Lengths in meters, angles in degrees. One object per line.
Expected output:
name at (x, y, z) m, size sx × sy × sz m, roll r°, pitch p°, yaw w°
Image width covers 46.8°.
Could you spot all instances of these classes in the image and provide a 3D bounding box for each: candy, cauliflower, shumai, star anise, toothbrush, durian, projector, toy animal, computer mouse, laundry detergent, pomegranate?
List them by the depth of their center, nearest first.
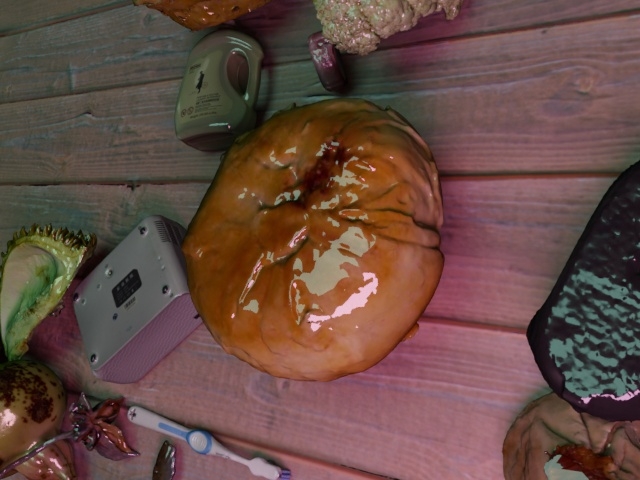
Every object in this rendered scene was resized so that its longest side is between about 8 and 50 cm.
shumai at (0.283, 0.256, 0.814) m, size 0.201 × 0.120 × 0.201 m, roll -11°, pitch 70°, yaw 32°
computer mouse at (0.363, 0.051, 0.822) m, size 0.183 × 0.116 × 0.323 m, roll 28°, pitch 84°, yaw 40°
cauliflower at (0.082, -0.416, 1.168) m, size 0.272 × 0.275 × 0.250 m, roll 67°, pitch 150°, yaw 14°
toy animal at (-0.298, 0.464, 1.171) m, size 0.197 × 0.160 × 0.272 m, roll -33°, pitch 49°, yaw 26°
toothbrush at (-0.202, 0.326, 1.204) m, size 0.386 × 0.040 × 0.040 m, roll 7°, pitch 78°, yaw 39°
candy at (0.013, -0.300, 1.234) m, size 0.043 × 0.103 × 0.103 m, roll -17°, pitch 62°, yaw 9°
star anise at (-0.456, 0.380, 1.289) m, size 0.227 × 0.218 × 0.148 m, roll -33°, pitch 94°, yaw 17°
projector at (-0.327, 0.105, 1.336) m, size 0.250 × 0.108 × 0.198 m, roll -42°, pitch 52°, yaw 18°
pomegranate at (-0.564, 0.353, 1.360) m, size 0.222 × 0.204 × 0.276 m, roll -52°, pitch 52°, yaw 8°
laundry detergent at (-0.184, -0.301, 1.389) m, size 0.181 × 0.091 × 0.253 m, roll -5°, pitch 70°, yaw 35°
durian at (-0.544, 0.106, 1.473) m, size 0.394 × 0.163 × 0.198 m, roll -49°, pitch 59°, yaw 26°

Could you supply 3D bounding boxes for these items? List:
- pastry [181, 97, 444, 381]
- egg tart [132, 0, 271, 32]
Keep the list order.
pastry at (0.000, 0.000, 1.038) m, size 0.410 × 0.245 × 0.409 m, roll -12°, pitch 66°, yaw 30°
egg tart at (-0.185, -0.484, 1.381) m, size 0.342 × 0.132 × 0.341 m, roll -17°, pitch 27°, yaw 9°
